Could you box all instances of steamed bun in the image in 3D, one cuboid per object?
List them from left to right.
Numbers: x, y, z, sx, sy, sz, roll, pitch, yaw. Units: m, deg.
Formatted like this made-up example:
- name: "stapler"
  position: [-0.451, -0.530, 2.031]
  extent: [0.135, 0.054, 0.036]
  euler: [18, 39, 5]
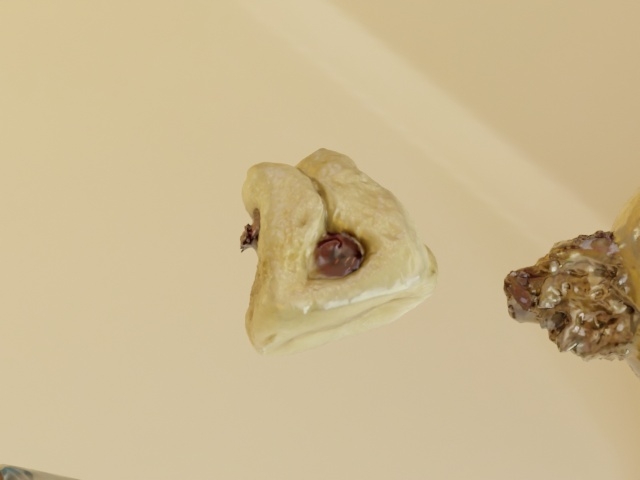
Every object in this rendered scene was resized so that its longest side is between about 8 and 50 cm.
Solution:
- name: "steamed bun"
  position: [0.000, 0.000, 1.658]
  extent: [0.172, 0.141, 0.155]
  euler: [-18, -104, -17]

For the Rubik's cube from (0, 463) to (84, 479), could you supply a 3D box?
- name: "Rubik's cube"
  position: [-0.232, 0.254, 0.547]
  extent: [0.344, 0.346, 0.347]
  euler: [29, -134, -63]

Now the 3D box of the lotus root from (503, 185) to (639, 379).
- name: "lotus root"
  position: [0.268, 0.027, 1.026]
  extent: [0.342, 0.169, 0.151]
  euler: [1, -162, -6]
